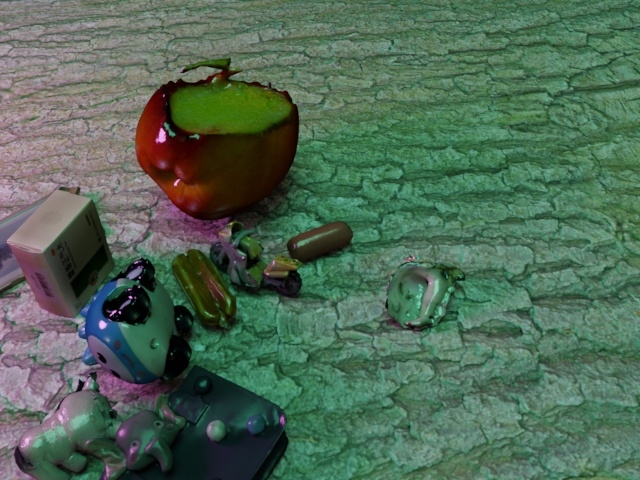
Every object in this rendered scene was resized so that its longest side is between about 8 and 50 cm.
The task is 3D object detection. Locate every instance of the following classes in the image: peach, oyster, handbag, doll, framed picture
[{"bbox_3d":[-0.242,-0.218,1.495,0.335,0.310,0.406,31,39,12],"label":"peach"},{"bbox_3d":[0.219,0.107,1.351,0.191,0.081,0.163,-10,74,-6],"label":"oyster"},{"bbox_3d":[-0.237,0.373,1.074,0.269,0.118,0.325,21,48,21],"label":"handbag"},{"bbox_3d":[-0.442,0.333,1.126,0.192,0.095,0.149,-37,53,-26],"label":"doll"},{"bbox_3d":[-0.687,-0.003,1.506,0.289,0.016,0.213,-35,55,-28],"label":"framed picture"}]

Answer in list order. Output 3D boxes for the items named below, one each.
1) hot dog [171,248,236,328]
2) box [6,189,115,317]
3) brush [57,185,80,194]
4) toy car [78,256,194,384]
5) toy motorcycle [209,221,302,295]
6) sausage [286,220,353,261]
[{"bbox_3d":[-0.246,0.105,1.363,0.092,0.062,0.235,-20,47,-18],"label":"hot dog"},{"bbox_3d":[-0.534,0.029,1.336,0.095,0.212,0.168,16,49,14],"label":"box"},{"bbox_3d":[-0.615,-0.039,1.499,0.054,0.048,0.282,-2,39,-4],"label":"brush"},{"bbox_3d":[-0.362,0.168,1.214,0.190,0.188,0.255,-29,27,3],"label":"toy car"},{"bbox_3d":[-0.142,0.037,1.378,0.229,0.129,0.094,20,30,19],"label":"toy motorcycle"},{"bbox_3d":[0.000,0.000,1.458,0.154,0.062,0.062,-20,49,-16],"label":"sausage"}]
